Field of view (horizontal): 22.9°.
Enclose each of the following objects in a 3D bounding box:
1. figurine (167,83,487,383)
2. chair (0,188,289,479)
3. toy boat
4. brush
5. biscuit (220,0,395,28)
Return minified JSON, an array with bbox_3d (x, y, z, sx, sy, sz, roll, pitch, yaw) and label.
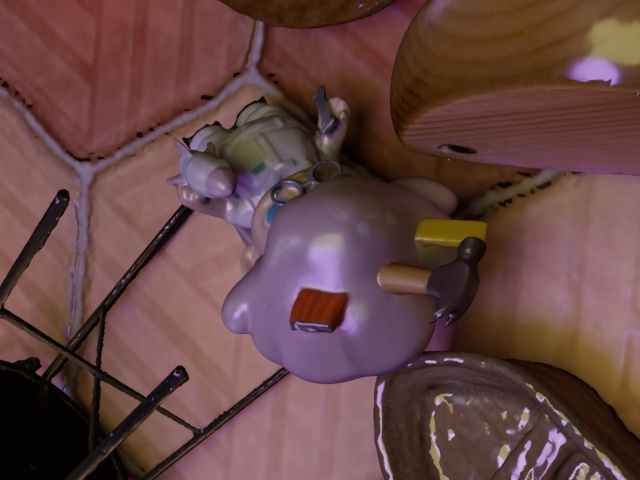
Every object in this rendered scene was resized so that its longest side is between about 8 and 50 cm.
[{"bbox_3d":[0.000,0.000,0.841,0.229,0.137,0.112,49,157,42],"label":"figurine"},{"bbox_3d":[-0.180,0.117,0.958,0.326,0.160,0.170,-45,70,22],"label":"chair"},{"bbox_3d":[0.108,0.127,0.830,0.188,0.061,0.116,45,116,21],"label":"toy boat"},{"bbox_3d":[0.131,-0.123,0.749,0.267,0.174,0.166,-3,76,52],"label":"brush"},{"bbox_3d":[-0.012,-0.244,0.865,0.262,0.037,0.262,14,112,37],"label":"biscuit"}]
